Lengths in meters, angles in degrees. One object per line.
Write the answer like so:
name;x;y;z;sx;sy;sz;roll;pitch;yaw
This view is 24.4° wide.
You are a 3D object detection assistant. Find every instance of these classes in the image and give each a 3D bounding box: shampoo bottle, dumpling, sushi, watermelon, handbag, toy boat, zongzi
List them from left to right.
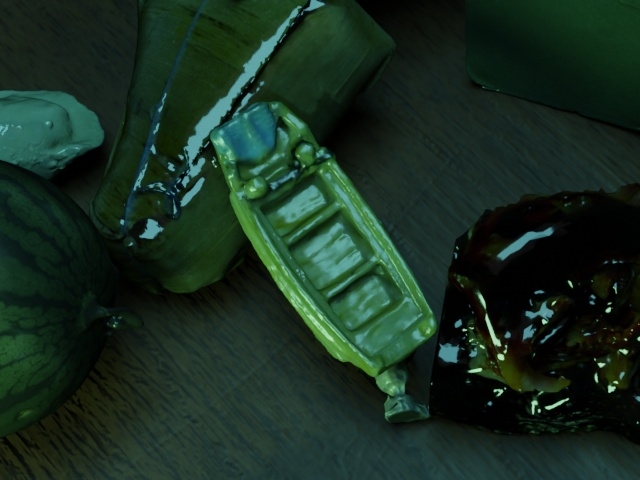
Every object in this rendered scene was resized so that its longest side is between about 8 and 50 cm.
watermelon;-0.350;0.052;1.402;0.359;0.279;0.279;5;62;18
dumpling;-0.342;-0.101;1.596;0.219;0.152;0.108;1;103;-3
zongzi;-0.165;-0.145;1.570;0.393;0.174;0.356;28;79;39
toy boat;-0.002;0.001;1.399;0.111;0.084;0.276;-34;82;-15
shampoo bottle;0.062;0.080;1.457;0.063;0.057;0.208;-5;63;-15
sushi;0.230;0.052;1.357;0.227;0.212;0.215;9;66;7
handbag;0.263;-0.232;1.485;0.247;0.260;0.079;20;61;18
